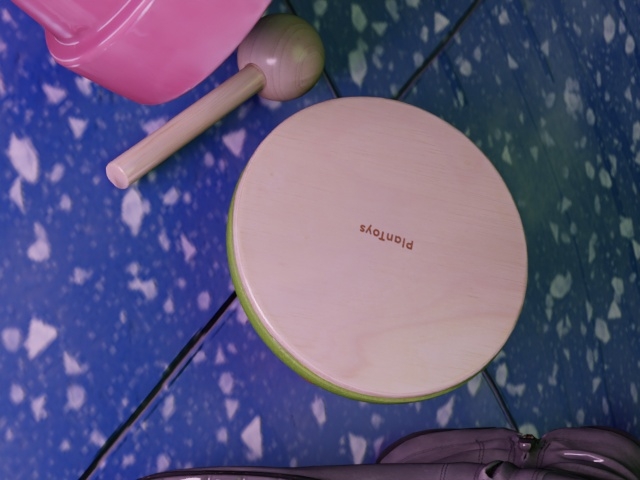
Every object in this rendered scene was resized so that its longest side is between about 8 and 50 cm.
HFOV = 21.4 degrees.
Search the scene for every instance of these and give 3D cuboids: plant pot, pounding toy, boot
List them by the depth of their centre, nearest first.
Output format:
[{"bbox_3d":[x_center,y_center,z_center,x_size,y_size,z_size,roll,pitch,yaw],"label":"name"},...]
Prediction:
[{"bbox_3d":[-0.116,-0.192,0.825,0.180,0.201,0.201,28,65,-27],"label":"plant pot"},{"bbox_3d":[0.044,0.169,0.989,0.223,0.338,0.118,-108,-155,-80],"label":"boot"},{"bbox_3d":[0.000,0.000,1.011,0.237,0.110,0.183,43,62,-1],"label":"pounding toy"}]
